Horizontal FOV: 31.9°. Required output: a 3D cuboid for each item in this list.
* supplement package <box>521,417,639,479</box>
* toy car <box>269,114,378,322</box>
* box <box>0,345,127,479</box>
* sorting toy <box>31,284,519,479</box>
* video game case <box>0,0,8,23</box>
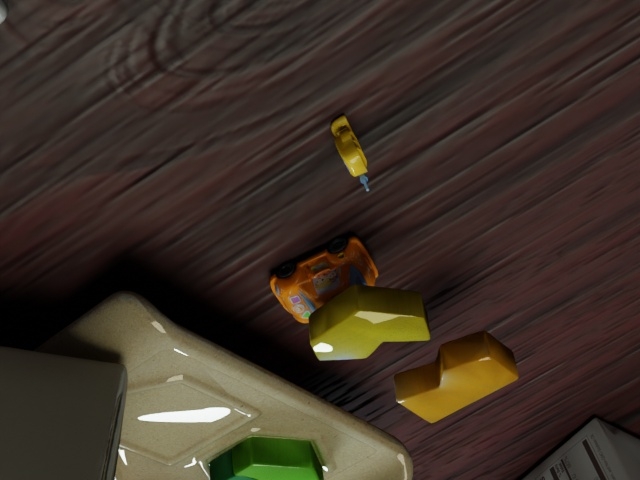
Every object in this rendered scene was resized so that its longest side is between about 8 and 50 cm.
[{"bbox_3d":[0.241,0.284,0.732,0.204,0.262,0.145,28,118,-32],"label":"supplement package"},{"bbox_3d":[0.000,0.000,0.580,0.060,0.040,0.122,-13,132,-4],"label":"toy car"},{"bbox_3d":[-0.258,0.124,0.527,0.311,0.121,0.148,11,126,-8],"label":"box"},{"bbox_3d":[-0.056,0.114,0.629,0.307,0.041,0.229,-33,129,27],"label":"sorting toy"},{"bbox_3d":[-0.254,-0.105,0.441,0.173,0.022,0.190,-34,129,14],"label":"video game case"}]
